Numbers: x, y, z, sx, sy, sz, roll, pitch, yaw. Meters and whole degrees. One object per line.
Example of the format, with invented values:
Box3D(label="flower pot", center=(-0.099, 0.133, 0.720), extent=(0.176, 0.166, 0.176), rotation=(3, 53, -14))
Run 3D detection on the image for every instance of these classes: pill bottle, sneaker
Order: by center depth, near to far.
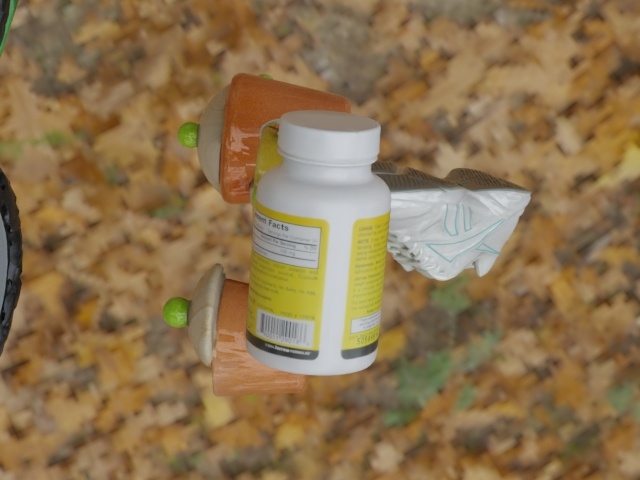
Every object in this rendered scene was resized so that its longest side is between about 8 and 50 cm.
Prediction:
Box3D(label="pill bottle", center=(0.000, 0.000, 0.935), extent=(0.065, 0.065, 0.116), rotation=(-3, 108, -29))
Box3D(label="sneaker", center=(0.057, -0.008, 1.061), extent=(0.152, 0.053, 0.061), rotation=(5, 106, -48))

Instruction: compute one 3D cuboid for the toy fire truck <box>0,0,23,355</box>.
Box3D(label="toy fire truck", center=(-0.139, 0.048, 0.320), extent=(0.246, 0.158, 0.217), rotation=(-46, 143, -59))

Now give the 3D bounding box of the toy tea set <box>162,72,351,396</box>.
Box3D(label="toy tea set", center=(-0.054, -0.006, 1.351), extent=(0.124, 0.336, 0.200), rotation=(5, 100, 4))

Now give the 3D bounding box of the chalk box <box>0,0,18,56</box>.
Box3D(label="chalk box", center=(-0.255, -0.062, 0.953), extent=(0.132, 0.213, 0.132), rotation=(-14, 142, 34))
